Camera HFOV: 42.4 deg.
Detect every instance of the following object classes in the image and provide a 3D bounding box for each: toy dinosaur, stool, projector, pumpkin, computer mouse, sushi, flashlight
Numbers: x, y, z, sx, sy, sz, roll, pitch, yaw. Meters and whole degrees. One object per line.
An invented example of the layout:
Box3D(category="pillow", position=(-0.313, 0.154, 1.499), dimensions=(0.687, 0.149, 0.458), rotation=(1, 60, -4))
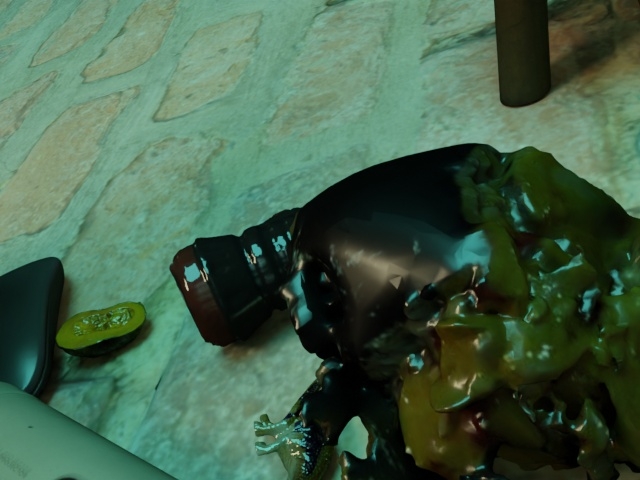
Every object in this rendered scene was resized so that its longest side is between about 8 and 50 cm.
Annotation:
Box3D(category="toy dinosaur", position=(-0.020, 0.136, 0.536), dimensions=(0.058, 0.037, 0.180), rotation=(-21, 33, 19))
Box3D(category="stool", position=(0.241, -0.271, 0.773), dimensions=(0.272, 0.178, 0.272), rotation=(-19, 34, 13))
Box3D(category="projector", position=(-0.140, 0.178, 0.502), dimensions=(0.337, 0.108, 0.108), rotation=(11, 49, 44))
Box3D(category="pumpkin", position=(-0.191, 0.084, 0.736), dimensions=(0.083, 0.028, 0.050), rotation=(-17, 35, 0))
Box3D(category="computer mouse", position=(-0.304, 0.087, 0.785), dimensions=(0.120, 0.057, 0.232), rotation=(-25, 33, 5))
Box3D(category="sushi", position=(0.108, 0.047, 0.444), dimensions=(0.204, 0.213, 0.200), rotation=(-24, 54, 30))
Box3D(category="flashlight", position=(0.000, 0.000, 0.661), dimensions=(0.232, 0.093, 0.093), rotation=(-26, 33, -3))
